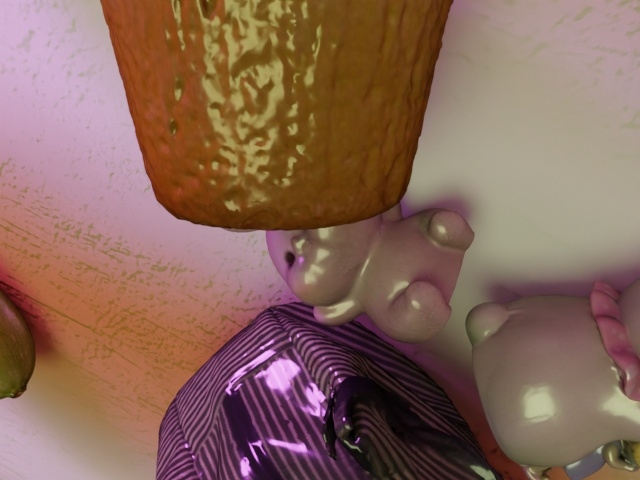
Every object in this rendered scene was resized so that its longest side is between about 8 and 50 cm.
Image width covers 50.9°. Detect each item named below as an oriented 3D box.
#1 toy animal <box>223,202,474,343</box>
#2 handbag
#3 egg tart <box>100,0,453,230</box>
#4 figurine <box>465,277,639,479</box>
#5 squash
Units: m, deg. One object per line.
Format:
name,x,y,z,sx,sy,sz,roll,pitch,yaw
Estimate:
toy animal,0.000,0.000,0.511,0.212,0.124,0.124,22,124,4
handbag,0.026,0.232,0.534,0.247,0.240,0.341,-40,102,5
egg tart,-0.023,-0.102,0.387,0.215,0.215,0.171,4,106,19
figurine,0.236,0.087,0.464,0.235,0.127,0.155,-20,91,27
squash,-0.382,0.095,0.719,0.123,0.123,0.187,-34,106,33
